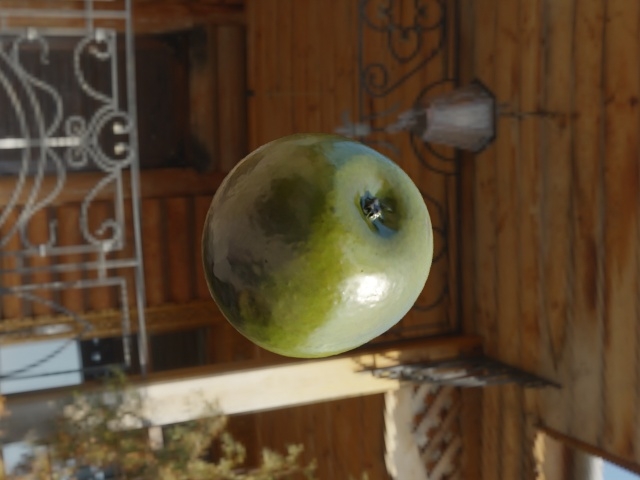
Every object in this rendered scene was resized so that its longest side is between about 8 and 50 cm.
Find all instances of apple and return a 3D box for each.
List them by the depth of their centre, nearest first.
[{"bbox_3d":[0.000,0.000,0.967,0.157,0.196,0.197,-33,-115,47],"label":"apple"}]
